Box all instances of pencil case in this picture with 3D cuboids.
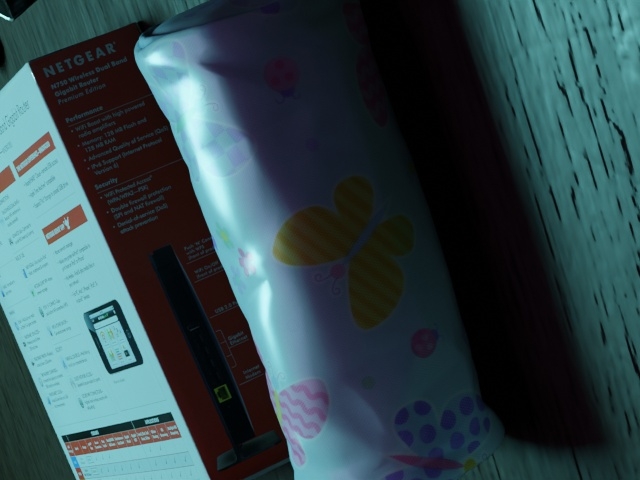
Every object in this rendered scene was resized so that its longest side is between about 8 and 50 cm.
[{"bbox_3d":[0.000,0.000,0.962,0.273,0.113,0.124,70,166,-9],"label":"pencil case"}]

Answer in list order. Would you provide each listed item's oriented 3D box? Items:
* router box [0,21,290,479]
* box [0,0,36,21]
[{"bbox_3d":[-0.150,0.033,1.365,0.301,0.082,0.335,67,158,-1],"label":"router box"},{"bbox_3d":[-0.289,-0.283,1.063,0.322,0.079,0.257,28,151,33],"label":"box"}]
